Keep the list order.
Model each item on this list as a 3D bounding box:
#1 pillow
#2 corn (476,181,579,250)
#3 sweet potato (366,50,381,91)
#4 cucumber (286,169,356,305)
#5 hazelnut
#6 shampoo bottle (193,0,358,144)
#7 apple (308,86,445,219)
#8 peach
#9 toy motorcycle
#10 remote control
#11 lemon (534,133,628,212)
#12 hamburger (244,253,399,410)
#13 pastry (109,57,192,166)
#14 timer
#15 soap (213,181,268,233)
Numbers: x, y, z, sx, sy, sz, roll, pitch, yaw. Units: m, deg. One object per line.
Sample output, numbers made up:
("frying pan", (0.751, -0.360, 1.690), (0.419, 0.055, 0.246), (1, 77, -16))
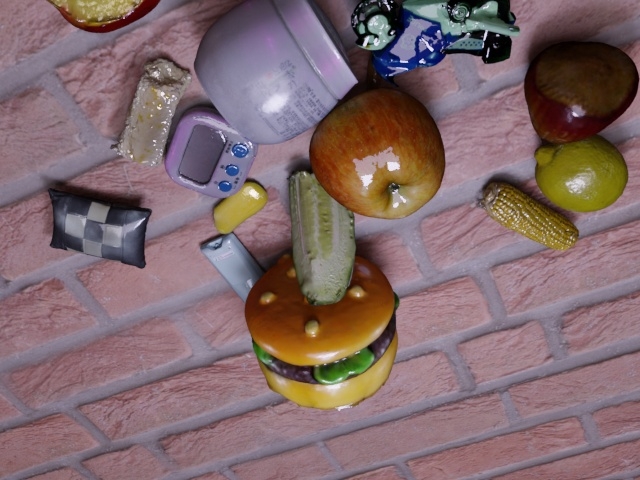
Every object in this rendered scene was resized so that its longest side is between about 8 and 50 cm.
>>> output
("pillow", (-0.547, -0.030, 1.618), (0.250, 0.106, 0.185), (14, 125, -6))
("corn", (0.524, -0.051, 1.629), (0.293, 0.106, 0.106), (27, 122, -19))
("sweet potato", (0.124, -0.385, 1.405), (0.044, 0.044, 0.179), (11, 119, -10))
("cucumber", (0.002, 0.001, 1.540), (0.145, 0.325, 0.105), (2, 162, -23))
("hazelnut", (0.545, -0.312, 1.378), (0.230, 0.229, 0.229), (-1, 127, -1))
("shampoo bottle", (-0.084, -0.344, 1.288), (0.266, 0.273, 0.273), (-33, 121, 10))
("apple", (0.133, -0.173, 1.399), (0.309, 0.249, 0.277), (-15, 162, -41))
("peach", (-0.372, -0.502, 1.237), (0.267, 0.154, 0.158), (-35, 111, 12))
("toy motorcycle", (0.224, -0.411, 1.313), (0.332, 0.125, 0.196), (-6, 136, -5))
("remote control", (-0.204, 0.105, 1.762), (0.103, 0.051, 0.293), (-24, 123, 16))
("lemon", (0.605, -0.154, 1.505), (0.249, 0.184, 0.184), (22, 124, -16))
("hamburger", (0.015, 0.206, 1.638), (0.396, 0.395, 0.277), (-6, 129, 3))
("pastry", (-0.370, -0.276, 1.453), (0.122, 0.089, 0.258), (15, 129, -27))
("timer", (-0.252, -0.203, 1.516), (0.191, 0.069, 0.208), (20, 125, -15))
("soap", (-0.206, -0.084, 1.629), (0.169, 0.033, 0.089), (-34, 119, 22))
